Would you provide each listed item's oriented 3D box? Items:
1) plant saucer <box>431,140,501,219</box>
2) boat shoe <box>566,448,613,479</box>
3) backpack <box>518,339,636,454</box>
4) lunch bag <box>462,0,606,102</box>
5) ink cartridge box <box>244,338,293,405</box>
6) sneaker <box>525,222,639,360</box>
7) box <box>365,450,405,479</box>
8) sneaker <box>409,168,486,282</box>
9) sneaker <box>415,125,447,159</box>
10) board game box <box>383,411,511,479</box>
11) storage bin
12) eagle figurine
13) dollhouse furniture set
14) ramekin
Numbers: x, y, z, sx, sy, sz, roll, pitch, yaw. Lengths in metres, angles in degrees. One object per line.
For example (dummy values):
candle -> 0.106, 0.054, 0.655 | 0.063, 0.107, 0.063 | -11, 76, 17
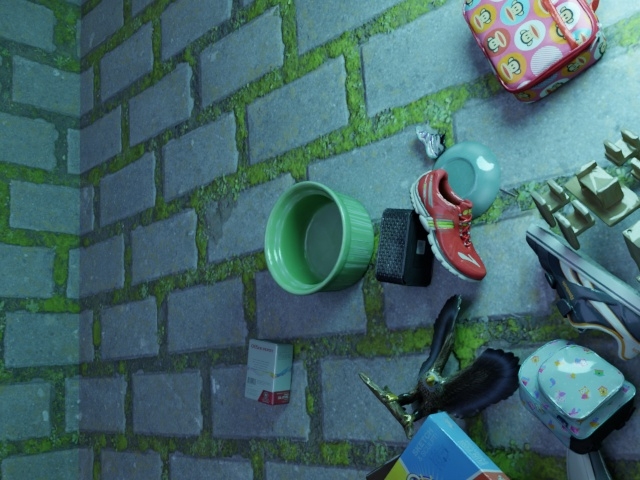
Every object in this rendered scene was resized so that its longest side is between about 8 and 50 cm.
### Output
plant saucer -> 0.329, -0.143, 1.466 | 0.194, 0.037, 0.195 | -8, 79, 43
boat shoe -> 0.547, 0.517, 1.157 | 0.099, 0.116, 0.320 | -8, 66, -1
backpack -> 0.474, 0.282, 1.183 | 0.165, 0.144, 0.188 | -37, 40, -11
lunch bag -> 0.469, -0.472, 1.327 | 0.258, 0.120, 0.293 | -34, 64, 31
ink cartridge box -> -0.151, 0.383, 1.828 | 0.127, 0.072, 0.175 | 3, 86, 44
sneaker -> 0.504, 0.096, 1.207 | 0.321, 0.126, 0.128 | 47, 114, 37
box -> 0.274, 0.646, 1.349 | 0.191, 0.143, 0.382 | -43, 59, 31
sneaker -> 0.302, -0.037, 1.401 | 0.118, 0.107, 0.279 | -38, 74, 39
sneaker -> 0.280, -0.256, 1.528 | 0.069, 0.038, 0.098 | -38, 70, 32
board game box -> 0.236, 0.551, 1.260 | 0.242, 0.064, 0.317 | 43, 112, 38
storage bin -> 0.209, 0.017, 1.499 | 0.084, 0.122, 0.180 | 8, 90, 44
eagle figurine -> 0.275, 0.303, 1.389 | 0.298, 0.225, 0.226 | -41, 99, -2
dollhouse furniture set -> 0.564, -0.046, 1.155 | 0.212, 0.161, 0.242 | -37, 42, 8
ramekin -> 0.000, 0.000, 1.682 | 0.303, 0.148, 0.304 | -7, 79, 43
